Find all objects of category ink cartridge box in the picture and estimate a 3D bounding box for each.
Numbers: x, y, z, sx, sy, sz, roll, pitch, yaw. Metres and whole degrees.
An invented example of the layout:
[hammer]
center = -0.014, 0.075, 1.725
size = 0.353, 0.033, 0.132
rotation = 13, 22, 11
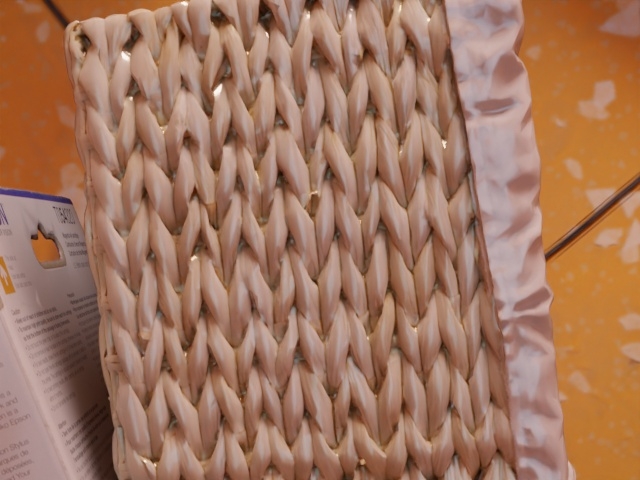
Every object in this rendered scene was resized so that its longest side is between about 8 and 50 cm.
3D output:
[ink cartridge box]
center = -0.169, 0.129, 0.750
size = 0.071, 0.324, 0.330
rotation = -23, 91, -1

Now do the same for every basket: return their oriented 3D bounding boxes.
[basket]
center = 0.000, 0.000, 0.754
size = 0.266, 0.328, 0.331
rotation = -6, 91, 1
